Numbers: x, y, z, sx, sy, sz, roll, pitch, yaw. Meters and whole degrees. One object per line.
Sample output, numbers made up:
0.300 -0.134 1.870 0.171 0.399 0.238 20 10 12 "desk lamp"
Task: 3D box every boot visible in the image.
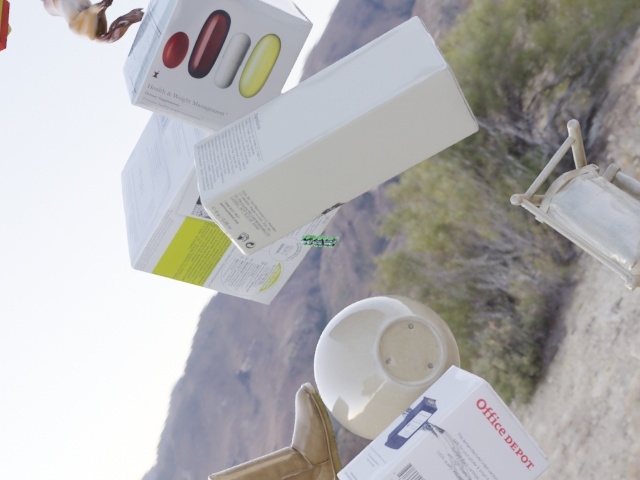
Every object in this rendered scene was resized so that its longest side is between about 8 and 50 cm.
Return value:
-0.100 0.444 1.721 0.269 0.236 0.089 -18 4 -19 "boot"

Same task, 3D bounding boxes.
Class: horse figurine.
-0.418 -0.429 1.494 0.066 0.263 0.174 -14 -38 -52 "horse figurine"

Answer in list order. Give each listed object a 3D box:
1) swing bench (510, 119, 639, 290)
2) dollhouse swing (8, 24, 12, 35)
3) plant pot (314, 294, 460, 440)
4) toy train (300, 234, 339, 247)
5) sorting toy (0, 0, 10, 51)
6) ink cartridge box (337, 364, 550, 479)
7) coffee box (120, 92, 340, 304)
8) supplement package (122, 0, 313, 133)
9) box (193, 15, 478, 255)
0.494 -0.032 1.377 0.165 0.253 0.254 -54 -37 10 "swing bench"
-0.671 -0.507 1.373 0.346 0.305 0.315 -18 -29 -44 "dollhouse swing"
0.144 0.223 1.576 0.284 0.284 0.191 -62 1 -21 "plant pot"
0.000 0.000 1.430 0.023 0.083 0.017 -24 -72 -41 "toy train"
-0.563 -0.354 1.237 0.089 0.257 0.256 45 -148 -57 "sorting toy"
0.173 0.321 1.186 0.237 0.172 0.100 -42 14 -8 "ink cartridge box"
-0.193 -0.123 1.783 0.338 0.334 0.338 -55 35 29 "coffee box"
-0.152 -0.276 1.210 0.203 0.194 0.149 -62 30 21 "supplement package"
0.010 -0.105 0.862 0.275 0.094 0.113 -27 42 11 "box"
